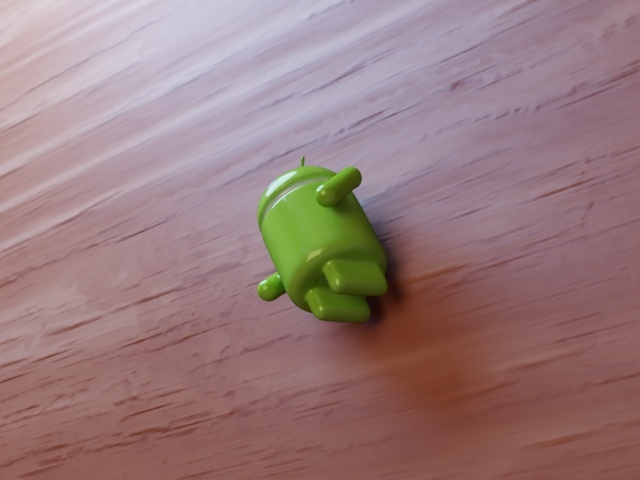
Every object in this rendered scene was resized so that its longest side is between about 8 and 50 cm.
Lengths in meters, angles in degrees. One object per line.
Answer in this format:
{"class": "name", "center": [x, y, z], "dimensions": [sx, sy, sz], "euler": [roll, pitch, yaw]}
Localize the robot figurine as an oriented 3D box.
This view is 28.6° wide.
{"class": "robot figurine", "center": [0.000, 0.000, 0.802], "dimensions": [0.101, 0.067, 0.115], "euler": [-60, 40, 36]}
